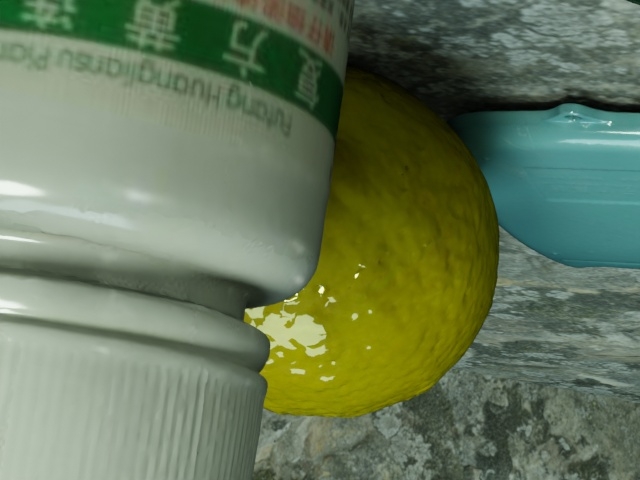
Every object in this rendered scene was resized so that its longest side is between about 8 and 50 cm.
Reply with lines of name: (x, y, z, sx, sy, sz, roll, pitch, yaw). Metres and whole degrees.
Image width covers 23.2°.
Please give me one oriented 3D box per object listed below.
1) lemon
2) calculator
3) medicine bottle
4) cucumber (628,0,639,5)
lemon: (0.000, 0.000, 1.083, 0.245, 0.245, 0.320, 5, 162, 13)
calculator: (0.243, -0.036, 1.229, 0.256, 0.054, 0.386, 3, 164, 25)
medicine bottle: (-0.096, -0.051, 0.636, 0.208, 0.340, 0.208, 7, 169, 1)
cucumber: (0.171, -0.138, 0.773, 0.105, 0.048, 0.048, 12, 168, -10)
